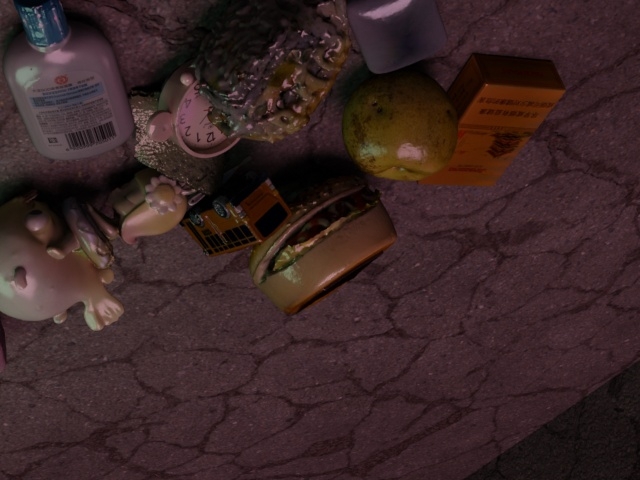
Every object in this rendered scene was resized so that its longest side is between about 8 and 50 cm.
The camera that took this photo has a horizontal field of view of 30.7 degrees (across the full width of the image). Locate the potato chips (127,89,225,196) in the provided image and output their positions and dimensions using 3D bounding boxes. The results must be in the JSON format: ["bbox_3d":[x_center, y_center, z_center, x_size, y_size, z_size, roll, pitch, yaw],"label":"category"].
[{"bbox_3d":[-0.226,-0.166,1.908,0.167,0.059,0.228,-22,134,-17],"label":"potato chips"}]

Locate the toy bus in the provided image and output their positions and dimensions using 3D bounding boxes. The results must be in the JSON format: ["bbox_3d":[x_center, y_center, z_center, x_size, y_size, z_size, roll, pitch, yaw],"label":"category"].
[{"bbox_3d":[-0.148,-0.041,2.021,0.098,0.114,0.201,-44,-164,-32],"label":"toy bus"}]

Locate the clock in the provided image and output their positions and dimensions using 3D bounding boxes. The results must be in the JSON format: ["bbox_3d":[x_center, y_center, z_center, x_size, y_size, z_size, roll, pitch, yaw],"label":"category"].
[{"bbox_3d":[-0.179,-0.211,1.818,0.229,0.063,0.156,-26,132,-33],"label":"clock"}]

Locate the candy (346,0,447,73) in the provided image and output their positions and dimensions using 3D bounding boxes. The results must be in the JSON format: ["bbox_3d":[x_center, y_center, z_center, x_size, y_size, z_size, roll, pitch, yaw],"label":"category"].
[{"bbox_3d":[0.118,-0.337,1.812,0.138,0.071,0.174,-22,147,7],"label":"candy"}]

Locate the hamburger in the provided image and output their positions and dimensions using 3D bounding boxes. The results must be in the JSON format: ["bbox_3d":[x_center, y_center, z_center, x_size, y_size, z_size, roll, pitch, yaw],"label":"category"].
[{"bbox_3d":[0.000,0.000,2.132,0.300,0.176,0.300,-37,174,-5],"label":"hamburger"}]

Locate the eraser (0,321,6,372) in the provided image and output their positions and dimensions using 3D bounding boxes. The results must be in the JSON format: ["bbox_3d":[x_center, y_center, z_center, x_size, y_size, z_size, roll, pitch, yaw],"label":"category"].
[{"bbox_3d":[-0.726,0.137,2.077,0.272,0.122,0.359,-12,147,-11],"label":"eraser"}]

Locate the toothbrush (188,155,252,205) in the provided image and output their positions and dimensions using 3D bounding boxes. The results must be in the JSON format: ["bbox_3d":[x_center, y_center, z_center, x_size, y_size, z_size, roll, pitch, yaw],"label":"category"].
[{"bbox_3d":[-0.171,-0.104,2.002,0.162,0.014,0.017,-41,176,-39],"label":"toothbrush"}]

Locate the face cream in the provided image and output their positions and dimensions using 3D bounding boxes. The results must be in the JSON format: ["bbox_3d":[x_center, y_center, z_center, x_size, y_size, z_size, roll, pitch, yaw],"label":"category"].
[{"bbox_3d":[-0.376,-0.245,1.699,0.163,0.080,0.337,-14,148,-5],"label":"face cream"}]

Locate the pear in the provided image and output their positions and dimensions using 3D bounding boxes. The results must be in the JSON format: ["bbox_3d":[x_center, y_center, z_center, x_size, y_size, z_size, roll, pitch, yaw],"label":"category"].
[{"bbox_3d":[0.134,-0.197,1.941,0.197,0.197,0.197,-13,148,-8],"label":"pear"}]

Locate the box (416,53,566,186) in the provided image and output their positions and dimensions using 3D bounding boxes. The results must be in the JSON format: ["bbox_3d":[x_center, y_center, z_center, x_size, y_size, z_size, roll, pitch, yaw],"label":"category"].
[{"bbox_3d":[0.292,-0.209,2.096,0.174,0.076,0.274,1,143,-26],"label":"box"}]

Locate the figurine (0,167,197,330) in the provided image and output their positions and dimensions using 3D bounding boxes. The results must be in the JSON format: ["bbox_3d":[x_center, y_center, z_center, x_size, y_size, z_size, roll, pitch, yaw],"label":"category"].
[{"bbox_3d":[-0.380,0.008,1.979,0.394,0.226,0.275,-30,113,-9],"label":"figurine"}]

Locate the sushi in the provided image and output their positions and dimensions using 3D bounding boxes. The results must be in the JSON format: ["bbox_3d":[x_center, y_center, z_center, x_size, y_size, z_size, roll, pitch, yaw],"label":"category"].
[{"bbox_3d":[-0.068,-0.271,1.724,0.274,0.139,0.184,-54,144,5],"label":"sushi"}]
